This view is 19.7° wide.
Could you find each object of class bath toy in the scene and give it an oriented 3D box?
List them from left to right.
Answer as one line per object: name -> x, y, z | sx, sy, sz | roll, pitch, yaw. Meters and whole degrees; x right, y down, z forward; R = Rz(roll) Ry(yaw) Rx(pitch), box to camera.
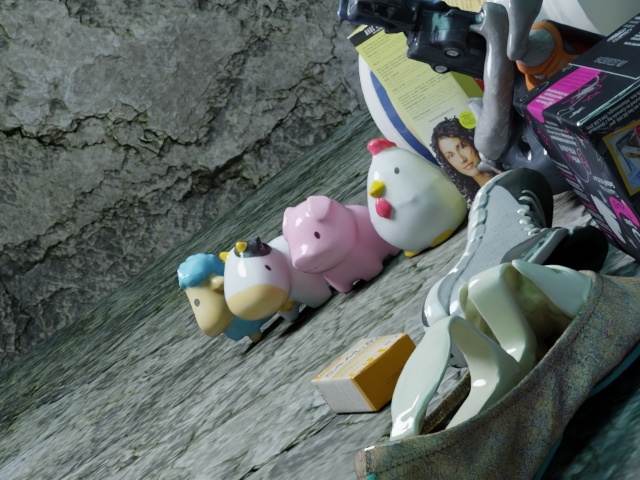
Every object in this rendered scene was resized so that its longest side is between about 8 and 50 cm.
bath toy -> 0.000, 0.000, 2.008 | 0.348, 0.129, 0.151 | -29, 10, 37

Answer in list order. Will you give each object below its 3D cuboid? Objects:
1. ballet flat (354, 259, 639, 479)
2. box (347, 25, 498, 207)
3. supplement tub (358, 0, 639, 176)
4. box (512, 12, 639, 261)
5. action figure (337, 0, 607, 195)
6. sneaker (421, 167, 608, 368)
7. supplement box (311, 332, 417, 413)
ballet flat -> 0.117, 0.076, 1.117 | 0.107, 0.106, 0.316 | -30, 9, 38
box -> 0.133, -0.141, 1.868 | 0.087, 0.232, 0.058 | -31, 10, 42
supplement tub -> 0.217, -0.220, 1.994 | 0.316, 0.228, 0.228 | -28, 11, 47
box -> 0.258, -0.078, 1.296 | 0.163, 0.142, 0.247 | -35, 9, 1
action figure -> 0.174, -0.119, 1.594 | 0.330, 0.341, 0.178 | 122, 161, -79
sneaker -> 0.174, 0.006, 1.427 | 0.132, 0.086, 0.228 | -24, 23, 37
supplement box -> 0.040, 0.109, 1.513 | 0.062, 0.036, 0.098 | -38, 8, -20
